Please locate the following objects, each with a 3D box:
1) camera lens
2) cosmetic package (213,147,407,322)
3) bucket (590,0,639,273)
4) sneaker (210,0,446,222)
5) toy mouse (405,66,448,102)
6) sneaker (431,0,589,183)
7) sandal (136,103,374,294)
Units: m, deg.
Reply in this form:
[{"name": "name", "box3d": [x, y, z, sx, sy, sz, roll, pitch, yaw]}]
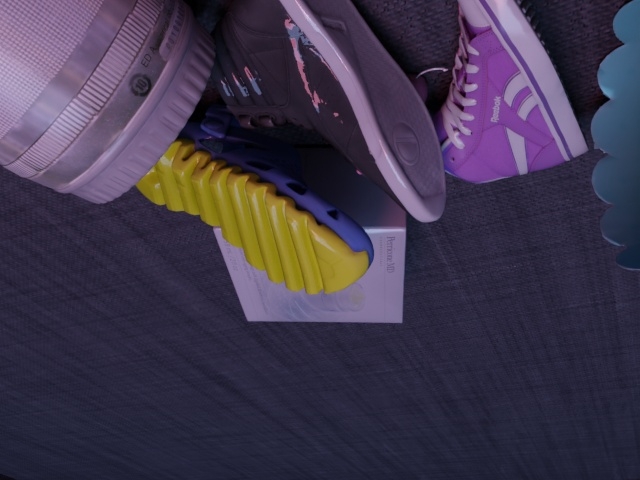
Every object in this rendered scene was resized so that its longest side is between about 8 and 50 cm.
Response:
[{"name": "camera lens", "box3d": [-0.256, -0.183, 0.519, 0.219, 0.219, 0.274, -26, 134, 35]}, {"name": "cosmetic package", "box3d": [0.000, 0.000, 0.817, 0.225, 0.138, 0.224, -1, 144, 6]}, {"name": "bucket", "box3d": [0.364, -0.104, 0.525, 0.183, 0.281, 0.281, 2, 144, 6]}, {"name": "sneaker", "box3d": [0.004, -0.128, 0.622, 0.147, 0.104, 0.295, -24, 110, 41]}, {"name": "toy mouse", "box3d": [0.062, -0.149, 0.690, 0.161, 0.031, 0.143, -5, 143, 12]}, {"name": "sneaker", "box3d": [0.154, -0.146, 0.617, 0.161, 0.102, 0.282, -19, 138, 25]}, {"name": "sandal", "box3d": [-0.066, -0.063, 0.658, 0.317, 0.138, 0.126, 34, 143, 25]}]
